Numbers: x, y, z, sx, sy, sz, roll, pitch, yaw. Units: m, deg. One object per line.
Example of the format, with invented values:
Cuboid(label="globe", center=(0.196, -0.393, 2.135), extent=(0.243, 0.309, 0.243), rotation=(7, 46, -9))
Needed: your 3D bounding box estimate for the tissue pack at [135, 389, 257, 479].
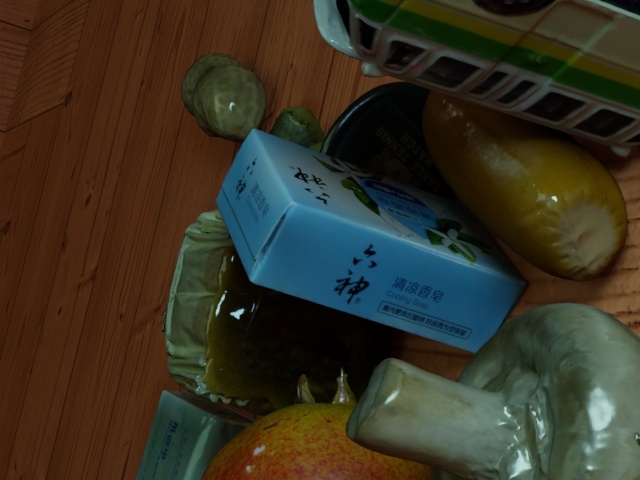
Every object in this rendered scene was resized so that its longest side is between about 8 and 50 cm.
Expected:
Cuboid(label="tissue pack", center=(-0.159, 0.312, 1.563), extent=(0.177, 0.089, 0.263), rotation=(10, 85, 63))

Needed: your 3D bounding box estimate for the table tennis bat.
Cuboid(label="table tennis bat", center=(0.092, -0.098, 1.246), extent=(0.236, 0.150, 0.027), rotation=(-48, 32, 0))

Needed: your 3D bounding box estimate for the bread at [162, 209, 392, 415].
Cuboid(label="bread", center=(-0.028, 0.071, 1.294), extent=(0.110, 0.210, 0.192), rotation=(-1, 75, 60))

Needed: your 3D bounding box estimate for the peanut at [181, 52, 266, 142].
Cuboid(label="peanut", center=(-0.132, -0.191, 1.819), extent=(0.104, 0.086, 0.228), rotation=(-71, 23, 14))

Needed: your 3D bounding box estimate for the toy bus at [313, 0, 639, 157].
Cuboid(label="toy bus", center=(0.145, -0.178, 0.972), extent=(0.179, 0.305, 0.143), rotation=(-44, 38, 51))

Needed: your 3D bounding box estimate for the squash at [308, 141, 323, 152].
Cuboid(label="squash", center=(0.000, 0.000, 1.447), extent=(0.069, 0.069, 0.238), rotation=(-37, 43, 52))

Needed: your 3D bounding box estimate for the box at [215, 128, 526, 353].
Cuboid(label="box", center=(0.040, 0.002, 1.163), extent=(0.083, 0.232, 0.142), rotation=(-60, 27, 19))

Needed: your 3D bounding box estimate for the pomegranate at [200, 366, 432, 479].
Cuboid(label="pomegranate", center=(0.001, 0.226, 1.147), extent=(0.221, 0.221, 0.256), rotation=(-47, 28, 44))

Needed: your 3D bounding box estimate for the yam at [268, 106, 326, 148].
Cuboid(label="yam", center=(-0.038, -0.097, 1.587), extent=(0.146, 0.070, 0.069), rotation=(-51, 33, 39))

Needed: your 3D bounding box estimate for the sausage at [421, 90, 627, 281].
Cuboid(label="sausage", center=(0.156, -0.057, 1.113), extent=(0.105, 0.105, 0.274), rotation=(-66, 25, 17))

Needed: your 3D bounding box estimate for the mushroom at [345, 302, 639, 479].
Cuboid(label="mushroom", center=(0.125, 0.133, 0.929), extent=(0.207, 0.215, 0.207), rotation=(-161, 90, -73))
